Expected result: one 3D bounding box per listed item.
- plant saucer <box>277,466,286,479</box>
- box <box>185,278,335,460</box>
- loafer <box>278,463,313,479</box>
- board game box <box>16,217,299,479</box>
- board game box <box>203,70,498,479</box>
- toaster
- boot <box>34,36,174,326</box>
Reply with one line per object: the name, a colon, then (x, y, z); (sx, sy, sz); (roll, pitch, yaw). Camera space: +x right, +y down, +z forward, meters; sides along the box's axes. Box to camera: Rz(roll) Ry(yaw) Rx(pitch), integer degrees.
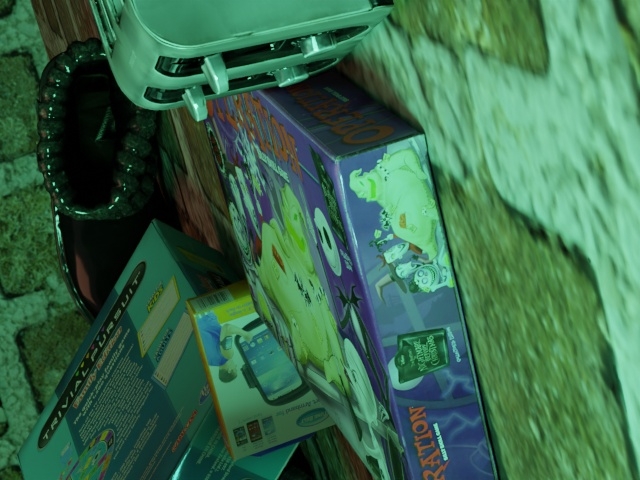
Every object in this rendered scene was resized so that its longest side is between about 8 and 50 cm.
plant saucer: (-0.072, 0.259, 1.429); (0.259, 0.047, 0.258); (90, -169, -57)
box: (-0.036, 0.090, 1.127); (0.028, 0.081, 0.136); (-130, 24, -62)
loafer: (-0.012, 0.262, 1.403); (0.061, 0.062, 0.170); (19, 131, 26)
board game box: (-0.133, 0.153, 1.333); (0.079, 0.254, 0.336); (28, -171, -23)
board game box: (0.000, 0.000, 0.894); (0.347, 0.056, 0.208); (-133, 31, -66)
toaster: (-0.052, -0.153, 0.720); (0.168, 0.110, 0.186); (161, 91, -79)
boot: (-0.210, -0.035, 1.669); (0.260, 0.131, 0.348); (-150, 43, -74)
